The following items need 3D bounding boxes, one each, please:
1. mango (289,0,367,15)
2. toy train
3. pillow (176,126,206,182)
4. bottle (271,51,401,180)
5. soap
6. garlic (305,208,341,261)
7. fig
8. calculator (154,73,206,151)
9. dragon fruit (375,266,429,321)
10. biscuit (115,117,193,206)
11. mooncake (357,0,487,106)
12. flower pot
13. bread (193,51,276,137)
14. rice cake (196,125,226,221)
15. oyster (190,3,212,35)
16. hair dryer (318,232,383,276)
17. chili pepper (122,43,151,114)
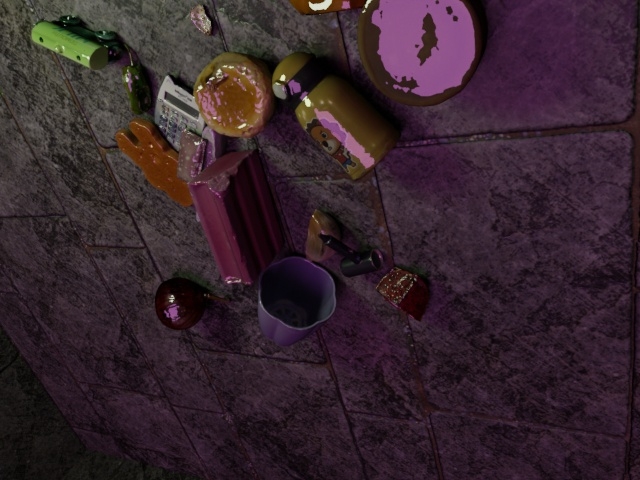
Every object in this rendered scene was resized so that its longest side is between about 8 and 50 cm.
[{"bbox_3d":[0.015,-0.601,1.264,0.236,0.136,0.166,6,112,30],"label":"mango"},{"bbox_3d":[-0.718,-0.579,1.640,0.253,0.157,0.105,27,129,11],"label":"toy train"},{"bbox_3d":[-0.404,-0.248,1.721,0.118,0.043,0.185,32,128,27],"label":"pillow"},{"bbox_3d":[0.025,-0.328,1.430,0.351,0.171,0.171,42,132,-5],"label":"bottle"},{"bbox_3d":[-0.248,-0.072,1.719,0.128,0.233,0.360,3,124,28],"label":"soap"},{"bbox_3d":[0.012,0.001,1.741,0.101,0.087,0.196,31,137,23],"label":"garlic"},{"bbox_3d":[-0.504,0.228,2.115,0.249,0.186,0.204,-21,94,29],"label":"fig"},{"bbox_3d":[-0.432,-0.373,1.722,0.177,0.040,0.268,33,133,3],"label":"calculator"},{"bbox_3d":[0.271,0.163,1.735,0.127,0.120,0.161,-48,128,3],"label":"dragon fruit"},{"bbox_3d":[-0.525,-0.253,1.846,0.202,0.047,0.334,-22,114,44],"label":"biscuit"},{"bbox_3d":[0.228,-0.454,1.242,0.284,0.155,0.284,15,129,20],"label":"mooncake"},{"bbox_3d":[-0.101,0.227,1.860,0.265,0.265,0.243,30,141,4],"label":"flower pot"},{"bbox_3d":[-0.225,-0.403,1.532,0.244,0.134,0.244,13,125,19],"label":"bread"},{"bbox_3d":[-0.352,-0.204,1.785,0.064,0.070,0.399,26,131,14],"label":"rice cake"},{"bbox_3d":[-0.319,-0.594,1.515,0.054,0.019,0.083,-15,113,33],"label":"oyster"},{"bbox_3d":[0.066,0.035,1.682,0.128,0.070,0.255,-19,143,38],"label":"hair dryer"},{"bbox_3d":[-0.562,-0.478,1.690,0.073,0.072,0.204,13,129,21],"label":"chili pepper"}]
